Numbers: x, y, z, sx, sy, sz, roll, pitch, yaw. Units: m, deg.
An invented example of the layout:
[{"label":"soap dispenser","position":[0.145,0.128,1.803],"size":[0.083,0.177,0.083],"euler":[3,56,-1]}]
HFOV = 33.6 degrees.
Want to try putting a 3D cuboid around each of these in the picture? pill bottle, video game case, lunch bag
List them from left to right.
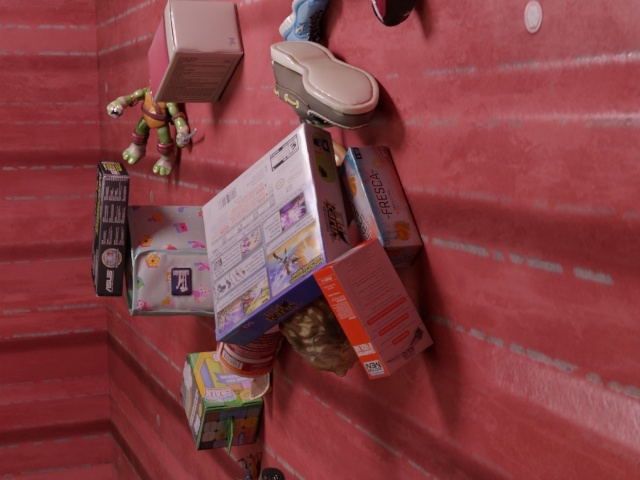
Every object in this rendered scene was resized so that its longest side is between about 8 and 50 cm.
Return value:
[{"label":"lunch bag","position":[-0.323,0.055,2.356],"size":[0.160,0.223,0.262],"euler":[112,152,-48]},{"label":"pill bottle","position":[-0.120,0.150,1.995],"size":[0.221,0.121,0.121],"euler":[109,149,-44]},{"label":"video game case","position":[-0.071,-0.004,1.603],"size":[0.269,0.061,0.244],"euler":[-36,51,39]}]

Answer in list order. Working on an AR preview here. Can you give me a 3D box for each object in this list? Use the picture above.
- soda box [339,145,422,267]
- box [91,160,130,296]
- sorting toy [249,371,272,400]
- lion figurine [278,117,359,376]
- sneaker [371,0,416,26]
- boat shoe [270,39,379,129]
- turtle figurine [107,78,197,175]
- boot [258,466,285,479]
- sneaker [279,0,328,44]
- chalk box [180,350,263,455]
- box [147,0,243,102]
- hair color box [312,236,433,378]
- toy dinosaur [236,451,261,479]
[{"label":"soda box","position":[0.084,-0.048,1.520],"size":[0.058,0.063,0.183],"euler":[114,146,-50]},{"label":"box","position":[-0.470,-0.030,2.360],"size":[0.216,0.060,0.270],"euler":[-138,52,-71]},{"label":"sorting toy","position":[-0.127,0.271,2.146],"size":[0.075,0.045,0.083],"euler":[-142,51,-72]},{"label":"lion figurine","position":[0.000,0.000,1.648],"size":[0.240,0.142,0.392],"euler":[20,108,59]},{"label":"sneaker","position":[0.093,-0.370,1.469],"size":[0.077,0.072,0.178],"euler":[108,160,-68]},{"label":"boat shoe","position":[0.005,-0.227,1.638],"size":[0.305,0.109,0.091],"euler":[-132,38,-55]},{"label":"turtle figurine","position":[-0.429,-0.270,2.628],"size":[0.266,0.198,0.274],"euler":[104,157,-46]},{"label":"boot","position":[-0.104,0.576,2.081],"size":[0.189,0.076,0.208],"euler":[-100,24,-57]},{"label":"sneaker","position":[-0.013,-0.360,1.755],"size":[0.073,0.063,0.162],"euler":[62,157,10]},{"label":"chalk box","position":[-0.203,0.350,2.228],"size":[0.213,0.132,0.132],"euler":[-117,33,-44]},{"label":"box","position":[-0.272,-0.400,2.265],"size":[0.232,0.149,0.127],"euler":[135,130,-61]},{"label":"hair color box","position":[0.072,0.092,1.439],"size":[0.053,0.093,0.167],"euler":[-24,96,56]},{"label":"toy dinosaur","position":[-0.146,0.495,2.230],"size":[0.090,0.047,0.082],"euler":[-31,83,55]}]
